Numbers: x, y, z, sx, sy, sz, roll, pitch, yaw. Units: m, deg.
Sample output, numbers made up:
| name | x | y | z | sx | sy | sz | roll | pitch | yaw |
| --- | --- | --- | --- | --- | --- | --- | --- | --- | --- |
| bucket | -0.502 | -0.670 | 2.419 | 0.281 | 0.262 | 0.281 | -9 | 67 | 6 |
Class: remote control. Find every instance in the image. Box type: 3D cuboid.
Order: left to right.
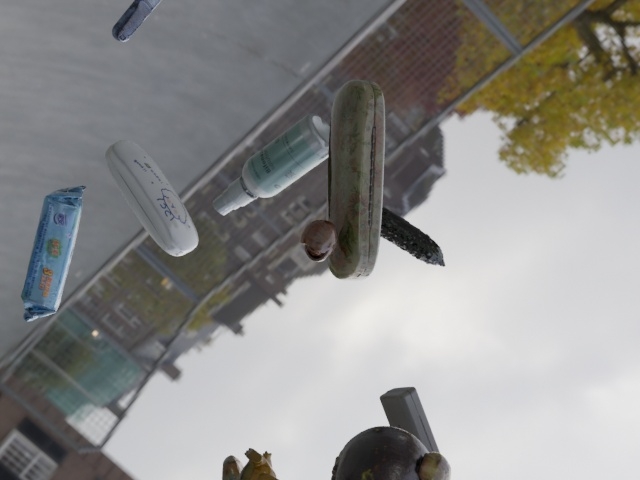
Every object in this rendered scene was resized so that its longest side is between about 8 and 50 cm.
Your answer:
| name | x | y | z | sx | sy | sz | roll | pitch | yaw |
| --- | --- | --- | --- | --- | --- | --- | --- | --- | --- |
| remote control | -0.352 | -0.452 | 1.912 | 0.027 | 0.043 | 0.152 | 27 | -103 | 46 |

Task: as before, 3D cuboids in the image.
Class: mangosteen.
| name | x | y | z | sx | sy | sz | roll | pitch | yaw |
| --- | --- | --- | --- | --- | --- | --- | --- | --- | --- |
| mangosteen | 0.116 | 0.371 | 1.401 | 0.192 | 0.217 | 0.192 | 16 | 90 | -82 |

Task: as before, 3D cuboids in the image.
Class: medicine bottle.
| name | x | y | z | sx | sy | sz | roll | pitch | yaw |
| --- | --- | --- | --- | --- | --- | --- | --- | --- | --- |
| medicine bottle | -0.122 | -0.168 | 2.355 | 0.351 | 0.110 | 0.110 | -34 | -164 | 26 |

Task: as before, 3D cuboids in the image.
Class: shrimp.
| name | x | y | z | sx | sy | sz | roll | pitch | yaw |
| --- | --- | --- | --- | --- | --- | --- | --- | --- | --- |
| shrimp | -0.141 | 0.586 | 1.991 | 0.054 | 0.222 | 0.290 | -20 | -132 | -1 |

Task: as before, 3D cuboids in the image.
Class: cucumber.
| name | x | y | z | sx | sy | sz | roll | pitch | yaw |
| --- | --- | --- | --- | --- | --- | --- | --- | --- | --- |
| cucumber | 0.178 | -0.025 | 2.346 | 0.072 | 0.300 | 0.072 | -55 | 166 | -20 |

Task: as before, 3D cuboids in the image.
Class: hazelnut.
| name | x | y | z | sx | sy | sz | roll | pitch | yaw |
| --- | --- | --- | --- | --- | --- | --- | --- | --- | --- |
| hazelnut | 0.000 | 0.000 | 1.988 | 0.086 | 0.086 | 0.086 | -43 | -168 | 12 |

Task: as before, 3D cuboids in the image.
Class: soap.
| name | x | y | z | sx | sy | sz | roll | pitch | yaw |
| --- | --- | --- | --- | --- | --- | --- | --- | --- | --- |
| soap | -0.551 | 0.024 | 2.006 | 0.156 | 0.077 | 0.293 | -159 | -98 | -78 |

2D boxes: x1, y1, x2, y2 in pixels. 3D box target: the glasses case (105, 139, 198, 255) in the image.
| name | x | y | z | sx | sy | sz | roll | pitch | yaw |
| --- | --- | --- | --- | --- | --- | --- | --- | --- | --- |
| glasses case | -0.251 | -0.064 | 1.453 | 0.049 | 0.197 | 0.076 | -35 | 176 | 26 |

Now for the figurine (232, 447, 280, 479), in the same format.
| name | x | y | z | sx | sy | sz | roll | pitch | yaw |
| --- | --- | --- | --- | --- | --- | --- | --- | --- | --- |
| figurine | -0.094 | 0.476 | 1.861 | 0.176 | 0.122 | 0.121 | 79 | 31 | -59 |

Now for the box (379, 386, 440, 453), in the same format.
| name | x | y | z | sx | sy | sz | roll | pitch | yaw |
| --- | --- | --- | --- | --- | --- | --- | --- | --- | --- |
| box | 0.220 | 0.465 | 2.281 | 0.055 | 0.244 | 0.103 | -22 | -178 | -33 |

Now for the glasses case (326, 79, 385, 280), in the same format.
| name | x | y | z | sx | sy | sz | roll | pitch | yaw |
| --- | --- | --- | --- | --- | --- | --- | --- | --- | --- |
| glasses case | 0.073 | -0.127 | 2.064 | 0.156 | 0.098 | 0.426 | -4 | -97 | 64 |
